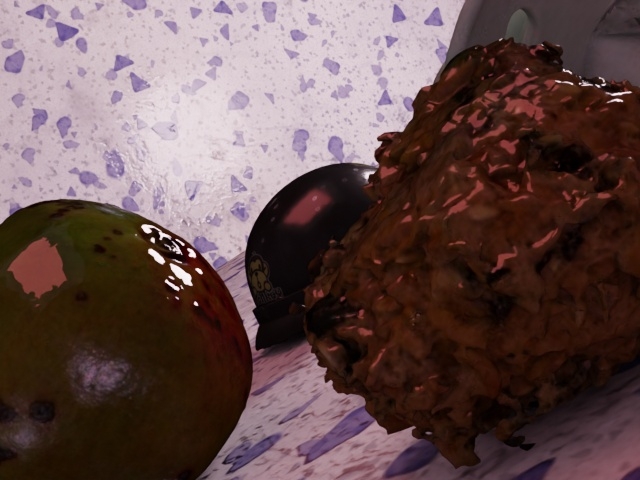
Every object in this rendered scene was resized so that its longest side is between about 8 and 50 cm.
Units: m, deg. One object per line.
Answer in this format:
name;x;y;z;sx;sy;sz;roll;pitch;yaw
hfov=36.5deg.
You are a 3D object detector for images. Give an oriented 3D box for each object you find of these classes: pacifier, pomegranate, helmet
pacifier;0.255;-0.110;0.736;0.343;0.288;0.269;-13;31;-29
pomegranate;-0.226;0.112;0.841;0.323;0.291;0.291;-30;6;17
helmet;0.000;0.000;1.183;0.279;0.160;0.230;-34;8;-34

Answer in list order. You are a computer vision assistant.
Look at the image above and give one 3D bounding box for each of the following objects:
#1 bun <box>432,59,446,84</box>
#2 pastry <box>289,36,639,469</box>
bun;0.317;-0.260;1.553;0.354;0.194;0.354;-30;5;3
pastry;0.101;-0.006;0.557;0.274;0.193;0.275;-31;8;5
